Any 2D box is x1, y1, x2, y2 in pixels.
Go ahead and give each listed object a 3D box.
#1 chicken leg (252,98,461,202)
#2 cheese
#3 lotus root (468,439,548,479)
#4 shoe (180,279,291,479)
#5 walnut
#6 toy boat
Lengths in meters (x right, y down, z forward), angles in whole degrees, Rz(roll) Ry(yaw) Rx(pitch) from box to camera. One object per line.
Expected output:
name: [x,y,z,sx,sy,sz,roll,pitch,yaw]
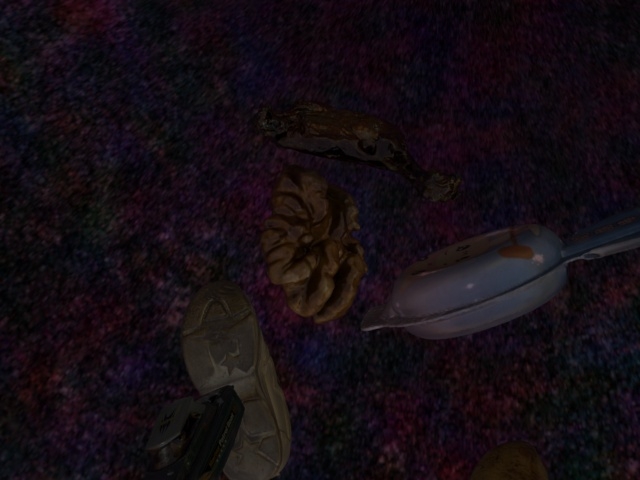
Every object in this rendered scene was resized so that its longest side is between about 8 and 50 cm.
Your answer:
chicken leg: [0.042,-0.097,0.987,0.253,0.106,0.051,23,117,29]
cheese: [0.143,0.018,0.681,0.245,0.135,0.052,-21,98,13]
lotus root: [0.221,0.341,1.169,0.110,0.258,0.097,32,131,-1]
shoe: [-0.131,0.242,1.581,0.132,0.210,0.342,-17,70,2]
walnut: [0.000,0.000,1.011,0.069,0.170,0.143,-20,151,32]
toy boat: [-0.099,0.163,0.689,0.055,0.141,0.060,-28,113,29]
